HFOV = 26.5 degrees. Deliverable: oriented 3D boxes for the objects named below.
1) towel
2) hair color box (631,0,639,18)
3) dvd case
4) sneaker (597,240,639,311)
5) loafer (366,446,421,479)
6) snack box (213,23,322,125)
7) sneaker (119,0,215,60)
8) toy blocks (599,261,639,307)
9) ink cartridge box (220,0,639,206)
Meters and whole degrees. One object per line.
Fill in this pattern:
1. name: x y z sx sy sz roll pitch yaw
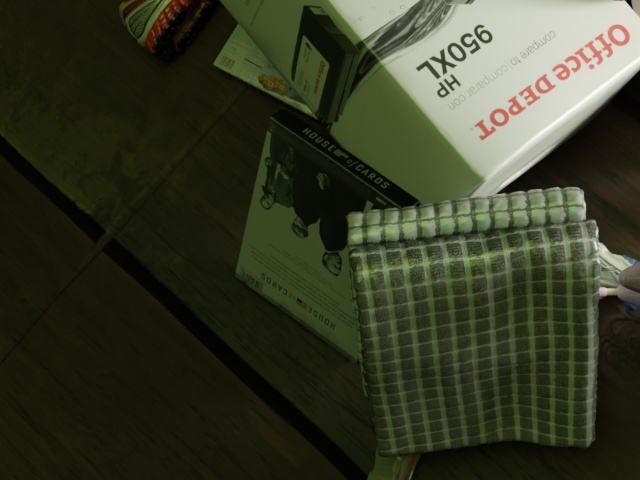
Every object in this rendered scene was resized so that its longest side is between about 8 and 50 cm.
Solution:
1. towel: 0.151 0.092 1.306 0.235 0.283 0.121 -9 40 1
2. hair color box: 0.423 -0.268 1.424 0.185 0.110 0.338 -17 74 21
3. dvd case: 0.000 0.000 1.421 0.179 0.238 0.029 36 48 19
4. sneaker: 0.284 0.030 1.426 0.135 0.052 0.058 29 88 19
5. loafer: 0.082 0.233 1.431 0.045 0.039 0.125 5 59 39
6. snack box: -0.035 -0.190 1.572 0.178 0.022 0.064 29 83 18
7. sneaker: -0.154 -0.327 1.601 0.093 0.088 0.225 38 87 20
8. toy blocks: 0.406 0.044 1.251 0.260 0.288 0.309 -1 78 -5
9. ink cartridge box: 0.104 -0.243 1.385 0.285 0.166 0.395 -36 83 -27
